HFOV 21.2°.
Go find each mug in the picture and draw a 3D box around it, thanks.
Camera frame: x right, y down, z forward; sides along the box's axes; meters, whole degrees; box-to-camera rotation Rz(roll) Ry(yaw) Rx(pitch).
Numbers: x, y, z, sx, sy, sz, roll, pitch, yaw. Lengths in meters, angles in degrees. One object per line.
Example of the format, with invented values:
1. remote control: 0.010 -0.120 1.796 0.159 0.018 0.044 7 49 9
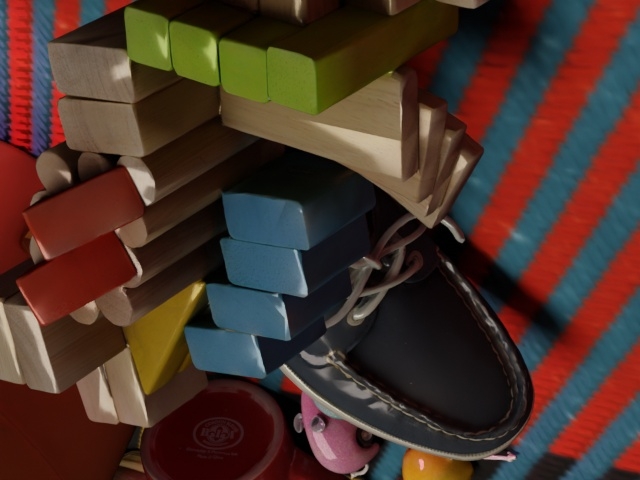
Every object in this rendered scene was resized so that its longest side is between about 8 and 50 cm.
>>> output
1. mug: -0.034 0.169 1.096 0.113 0.150 0.169 -116 7 -46

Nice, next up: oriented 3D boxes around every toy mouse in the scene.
1. toy mouse: 0.017 0.104 0.974 0.143 0.031 0.161 40 154 -4

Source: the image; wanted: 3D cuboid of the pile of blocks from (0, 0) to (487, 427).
1. pile of blocks: -0.043 -0.022 0.630 0.149 0.112 0.362 39 135 17

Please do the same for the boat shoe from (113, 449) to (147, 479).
1. boat shoe: -0.164 0.199 1.325 0.064 0.060 0.178 49 152 -21

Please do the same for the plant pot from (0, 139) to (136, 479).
1. plant pot: -0.222 0.072 1.033 0.291 0.203 0.291 30 153 17

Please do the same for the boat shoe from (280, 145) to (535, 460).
1. boat shoe: 0.000 0.000 0.767 0.254 0.095 0.079 47 165 2
